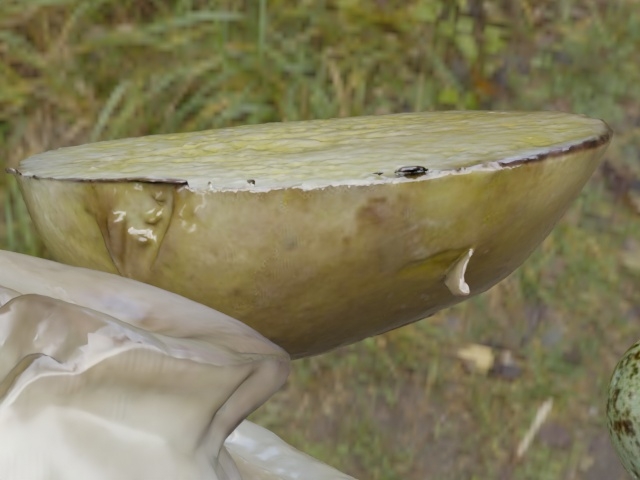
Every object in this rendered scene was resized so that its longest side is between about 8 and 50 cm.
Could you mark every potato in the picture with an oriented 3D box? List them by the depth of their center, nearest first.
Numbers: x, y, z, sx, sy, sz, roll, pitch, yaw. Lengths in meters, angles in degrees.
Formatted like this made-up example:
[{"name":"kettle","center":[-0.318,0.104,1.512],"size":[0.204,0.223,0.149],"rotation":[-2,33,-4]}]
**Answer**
[{"name":"potato","center":[0.000,0.000,0.980],"size":[0.299,0.116,0.239],"rotation":[-7,5,-9]}]

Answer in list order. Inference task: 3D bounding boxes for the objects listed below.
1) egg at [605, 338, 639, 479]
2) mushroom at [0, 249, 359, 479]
[{"name":"egg","center":[0.177,0.083,0.865],"size":[0.110,0.085,0.085],"rotation":[28,48,-11]},{"name":"mushroom","center":[-0.063,0.103,0.475],"size":[0.255,0.255,0.184],"rotation":[17,93,11]}]
